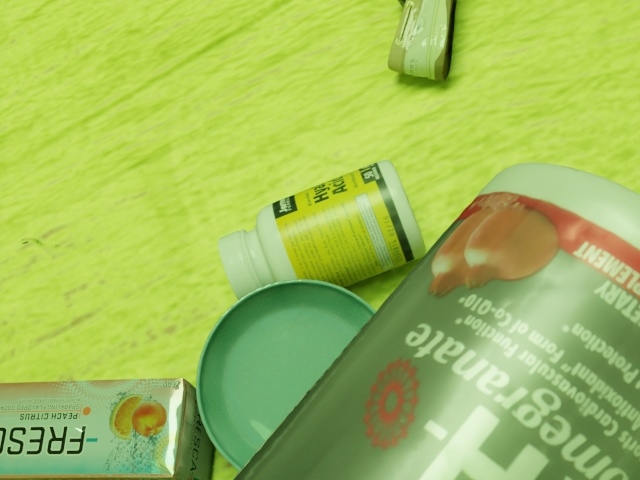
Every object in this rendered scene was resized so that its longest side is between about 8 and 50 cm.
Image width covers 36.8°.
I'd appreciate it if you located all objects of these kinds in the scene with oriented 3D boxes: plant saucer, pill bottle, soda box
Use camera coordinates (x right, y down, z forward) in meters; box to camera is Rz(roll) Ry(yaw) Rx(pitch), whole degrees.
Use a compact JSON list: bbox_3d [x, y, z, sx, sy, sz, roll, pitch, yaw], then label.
[{"bbox_3d":[-0.011,0.083,0.554,0.119,0.021,0.119,1,80,-3],"label":"plant saucer"},{"bbox_3d":[0.000,0.000,0.586,0.116,0.065,0.065,-22,61,3],"label":"pill bottle"},{"bbox_3d":[0.055,0.132,0.441,0.176,0.176,0.318,35,77,27],"label":"pill bottle"},{"bbox_3d":[-0.157,0.119,0.568,0.183,0.063,0.058,-3,64,14],"label":"soda box"}]

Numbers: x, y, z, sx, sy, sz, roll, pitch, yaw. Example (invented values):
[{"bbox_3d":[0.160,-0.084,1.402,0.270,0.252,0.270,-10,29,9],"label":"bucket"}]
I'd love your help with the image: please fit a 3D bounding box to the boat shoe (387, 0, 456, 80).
[{"bbox_3d":[0.071,-0.174,0.664,0.045,0.050,0.135,4,65,10],"label":"boat shoe"}]
